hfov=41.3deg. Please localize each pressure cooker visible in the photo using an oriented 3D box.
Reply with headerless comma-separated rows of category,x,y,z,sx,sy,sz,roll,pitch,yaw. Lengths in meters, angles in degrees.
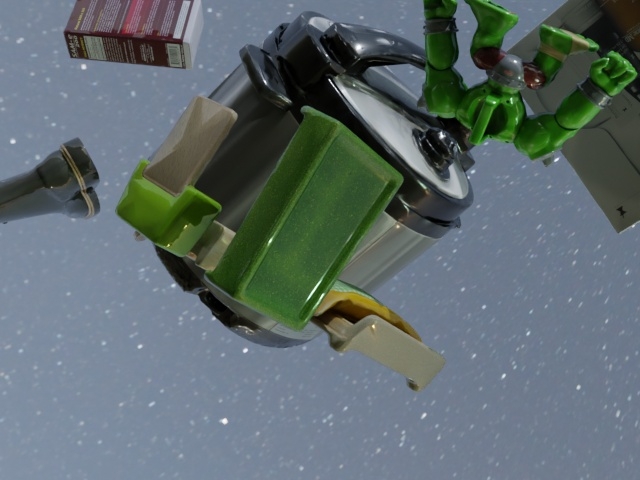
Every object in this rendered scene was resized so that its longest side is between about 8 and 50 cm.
pressure cooker,0.009,-0.100,1.171,0.420,0.370,0.375,-41,-84,22

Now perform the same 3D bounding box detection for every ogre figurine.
ogre figurine,0.168,-0.148,0.778,0.197,0.097,0.118,20,-67,-4

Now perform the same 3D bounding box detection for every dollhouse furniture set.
dollhouse furniture set,0.000,0.000,0.776,0.197,0.301,0.151,29,-93,44

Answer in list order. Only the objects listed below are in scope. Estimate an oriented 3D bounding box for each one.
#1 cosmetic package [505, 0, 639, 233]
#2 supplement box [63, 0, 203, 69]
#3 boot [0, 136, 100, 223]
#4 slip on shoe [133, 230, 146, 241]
cosmetic package,0.447,-0.226,1.030,0.377,0.097,0.284,-39,-100,36
supplement box,-0.356,-0.407,1.634,0.239,0.130,0.073,6,-35,2
boot,-0.337,-0.050,0.997,0.077,0.137,0.198,58,-20,8
slip on shoe,-0.325,-0.022,1.698,0.135,0.051,0.041,-30,-92,35
